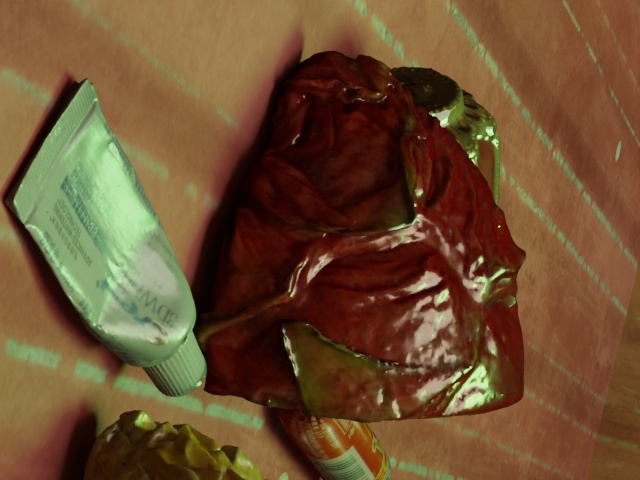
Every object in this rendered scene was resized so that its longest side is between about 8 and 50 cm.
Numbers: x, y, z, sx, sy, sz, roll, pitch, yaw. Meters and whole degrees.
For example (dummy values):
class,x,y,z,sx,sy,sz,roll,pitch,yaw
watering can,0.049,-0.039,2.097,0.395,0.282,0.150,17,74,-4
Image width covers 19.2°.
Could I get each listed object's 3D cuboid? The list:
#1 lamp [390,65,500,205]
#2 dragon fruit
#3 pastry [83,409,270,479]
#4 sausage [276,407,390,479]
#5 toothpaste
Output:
class,x,y,z,sx,sy,sz,roll,pitch,yaw
lamp,0.085,-0.026,1.791,0.177,0.177,0.274,-53,147,-52
dragon fruit,0.000,0.000,1.620,0.302,0.240,0.330,-2,82,-43
pastry,-0.084,0.228,1.367,0.102,0.250,0.154,-13,128,-57
sausage,0.009,0.187,1.846,0.274,0.074,0.074,59,47,-63
toothpaste,-0.140,0.016,1.328,0.282,0.068,0.099,69,10,-49
